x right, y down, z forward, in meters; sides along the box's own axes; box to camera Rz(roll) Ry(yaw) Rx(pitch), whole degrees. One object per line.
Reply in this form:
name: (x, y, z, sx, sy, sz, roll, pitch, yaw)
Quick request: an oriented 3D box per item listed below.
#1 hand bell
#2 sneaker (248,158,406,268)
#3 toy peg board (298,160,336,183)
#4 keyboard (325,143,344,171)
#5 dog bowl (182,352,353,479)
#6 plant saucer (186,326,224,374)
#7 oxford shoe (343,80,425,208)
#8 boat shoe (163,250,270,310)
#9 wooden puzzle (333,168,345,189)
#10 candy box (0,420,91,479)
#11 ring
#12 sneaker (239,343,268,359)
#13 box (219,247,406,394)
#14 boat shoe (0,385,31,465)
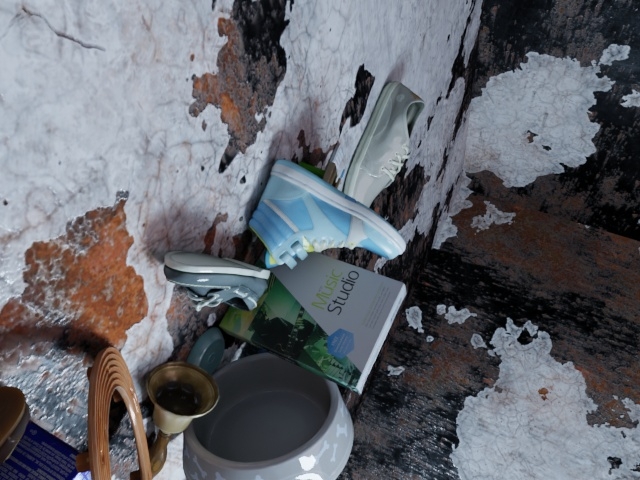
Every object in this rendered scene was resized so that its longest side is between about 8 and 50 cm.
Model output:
hand bell: (-0.282, 0.352, 0.970, 0.126, 0.126, 0.242, -30, 149, -60)
sneaker: (0.000, 0.000, 1.083, 0.208, 0.319, 0.127, -60, -175, -5)
toy peg board: (-0.027, -0.101, 1.222, 0.160, 0.079, 0.161, 39, 72, -86)
keyboard: (0.006, -0.118, 1.351, 0.256, 0.014, 0.072, -67, 160, -7)
dog bowl: (-0.111, 0.359, 1.062, 0.349, 0.349, 0.102, -44, 135, -50)
plant saucer: (-0.227, 0.235, 1.075, 0.119, 0.021, 0.119, -53, 154, -40)
oxford shoe: (0.181, -0.237, 1.528, 0.449, 0.130, 0.169, -68, 162, -2)
boat shoe: (-0.175, 0.081, 0.929, 0.319, 0.116, 0.099, 23, 83, -75)
wooden puzzle: (0.029, -0.109, 1.266, 0.078, 0.014, 0.116, 112, 1, -68)
candy box: (-0.405, 0.442, 0.665, 0.317, 0.122, 0.268, -51, 152, -40)
ring: (-0.276, 0.315, 0.730, 0.336, 0.032, 0.336, 170, -90, -78)
sneaker: (-0.127, 0.246, 1.282, 0.190, 0.071, 0.083, -62, 164, -21)
box: (-0.017, 0.141, 1.093, 0.232, 0.322, 0.058, -61, 154, -23)
boat shoe: (-0.392, 0.256, 0.570, 0.207, 0.073, 0.073, -58, 173, -52)
